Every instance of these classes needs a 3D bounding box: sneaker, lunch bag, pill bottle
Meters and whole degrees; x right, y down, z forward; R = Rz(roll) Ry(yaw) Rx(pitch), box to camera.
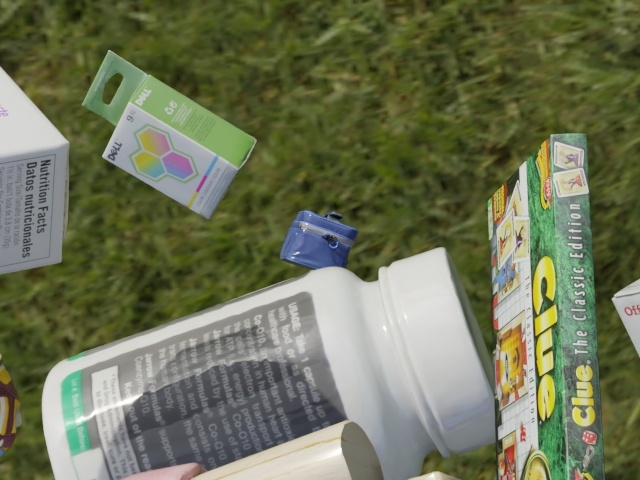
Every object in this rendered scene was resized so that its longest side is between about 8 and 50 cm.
[{"bbox_3d":[-0.316,0.171,1.509,0.069,0.185,0.084,-20,103,19],"label":"sneaker"},{"bbox_3d":[0.000,0.000,1.766,0.067,0.098,0.065,20,86,-9],"label":"lunch bag"},{"bbox_3d":[-0.035,0.143,1.421,0.361,0.204,0.204,-20,91,7],"label":"pill bottle"}]

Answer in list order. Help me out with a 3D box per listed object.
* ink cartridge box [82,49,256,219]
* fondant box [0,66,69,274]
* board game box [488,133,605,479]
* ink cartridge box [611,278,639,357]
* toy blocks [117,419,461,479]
[{"bbox_3d":[-0.194,-0.125,2.005,0.209,0.062,0.109,31,137,-4],"label":"ink cartridge box"},{"bbox_3d":[-0.356,-0.052,1.044,0.238,0.330,0.096,44,135,44],"label":"fondant box"},{"bbox_3d":[0.142,0.075,1.064,0.030,0.136,0.260,5,71,-14],"label":"board game box"},{"bbox_3d":[0.396,0.112,1.708,0.127,0.072,0.175,-16,102,60],"label":"ink cartridge box"},{"bbox_3d":[-0.013,0.277,0.831,0.260,0.309,0.288,-23,65,20],"label":"toy blocks"}]
